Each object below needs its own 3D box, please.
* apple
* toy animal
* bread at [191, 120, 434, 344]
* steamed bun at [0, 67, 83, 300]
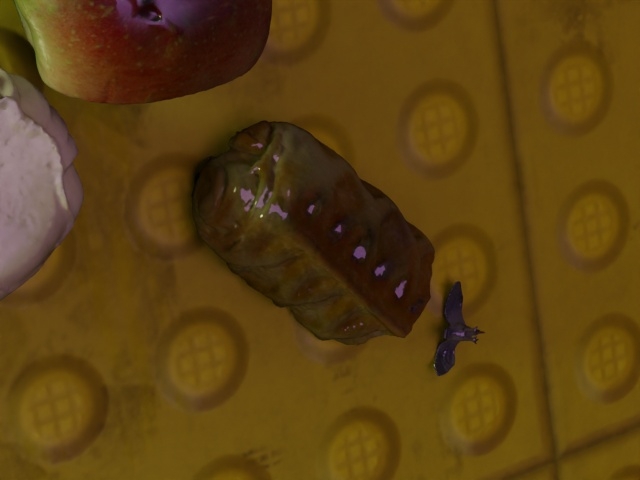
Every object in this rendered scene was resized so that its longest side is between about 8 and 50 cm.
[{"bbox_3d":[-0.129,-0.197,1.283,0.188,0.174,0.207,-15,62,-10],"label":"apple"},{"bbox_3d":[0.124,0.079,1.569,0.050,0.028,0.084,12,93,-24],"label":"toy animal"},{"bbox_3d":[0.000,0.000,1.452,0.232,0.088,0.128,38,86,-35],"label":"bread"},{"bbox_3d":[-0.263,-0.041,1.269,0.182,0.106,0.183,-4,98,-28],"label":"steamed bun"}]
